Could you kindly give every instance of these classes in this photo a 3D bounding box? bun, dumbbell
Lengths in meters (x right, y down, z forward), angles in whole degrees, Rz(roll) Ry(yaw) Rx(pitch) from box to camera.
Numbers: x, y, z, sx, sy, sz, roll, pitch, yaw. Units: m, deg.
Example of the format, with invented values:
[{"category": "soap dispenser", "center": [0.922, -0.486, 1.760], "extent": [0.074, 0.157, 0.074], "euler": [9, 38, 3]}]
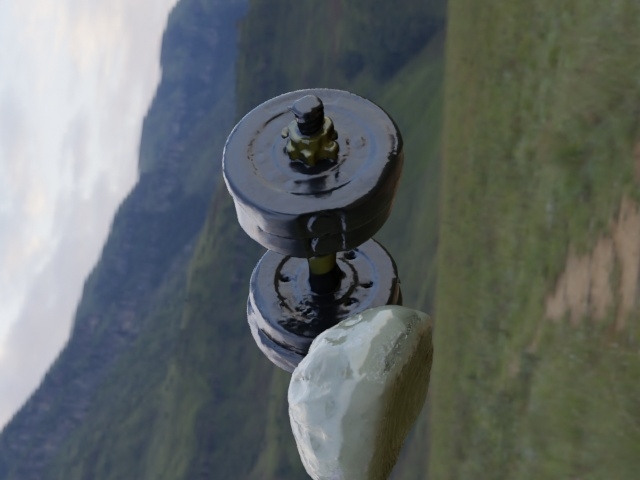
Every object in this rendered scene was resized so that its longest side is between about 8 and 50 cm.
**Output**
[{"category": "bun", "center": [0.028, 0.130, 0.928], "extent": [0.183, 0.102, 0.183], "euler": [-55, -23, -37]}, {"category": "dumbbell", "center": [0.000, 0.000, 1.164], "extent": [0.388, 0.185, 0.185], "euler": [84, -170, -48]}]
